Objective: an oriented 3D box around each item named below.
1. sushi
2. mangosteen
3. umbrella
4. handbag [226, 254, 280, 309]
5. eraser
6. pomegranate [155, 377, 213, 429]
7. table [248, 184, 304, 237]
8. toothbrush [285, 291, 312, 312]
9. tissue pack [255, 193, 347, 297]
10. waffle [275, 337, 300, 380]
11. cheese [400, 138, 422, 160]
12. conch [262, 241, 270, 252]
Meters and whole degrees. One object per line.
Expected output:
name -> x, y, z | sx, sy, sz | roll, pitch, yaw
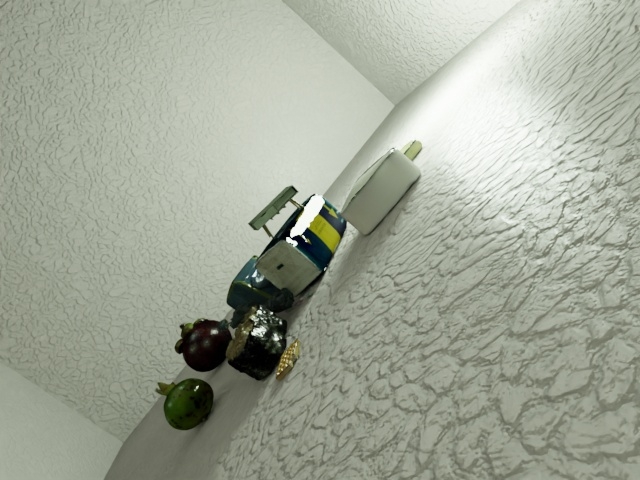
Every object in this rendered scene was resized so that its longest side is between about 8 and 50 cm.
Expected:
sushi -> -0.233, 0.363, 1.522 | 0.211, 0.171, 0.350 | -51, 8, 5
mangosteen -> -0.639, 0.566, 2.306 | 0.300, 0.300, 0.300 | -49, 9, 11
umbrella -> -0.278, 0.295, 1.755 | 0.349, 0.094, 0.143 | -22, -2, 12
handbag -> -0.308, 0.242, 2.081 | 0.222, 0.263, 0.241 | -65, -3, 35
eraser -> 0.238, -0.210, 1.626 | 0.331, 0.150, 0.331 | -51, 7, 9
pomegranate -> -0.566, 0.661, 1.733 | 0.211, 0.263, 0.211 | -51, -20, -27
table -> -0.183, -0.116, 1.799 | 0.240, 0.111, 0.121 | -45, 14, -10
toothbrush -> -0.092, 0.260, 1.738 | 0.022, 0.017, 0.204 | -32, -6, -46
tissue pack -> -0.075, 0.012, 1.891 | 0.264, 0.253, 0.416 | -41, 14, 39
waffle -> -0.101, 0.373, 1.312 | 0.092, 0.021, 0.135 | -48, 9, 14
cheese -> 0.386, -0.399, 1.950 | 0.127, 0.054, 0.251 | -51, 8, -4
conch -> -0.226, 0.106, 2.456 | 0.368, 0.197, 0.249 | -51, 44, -9
